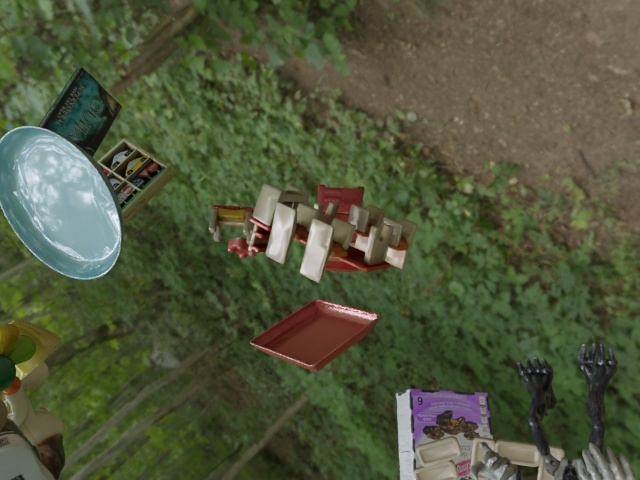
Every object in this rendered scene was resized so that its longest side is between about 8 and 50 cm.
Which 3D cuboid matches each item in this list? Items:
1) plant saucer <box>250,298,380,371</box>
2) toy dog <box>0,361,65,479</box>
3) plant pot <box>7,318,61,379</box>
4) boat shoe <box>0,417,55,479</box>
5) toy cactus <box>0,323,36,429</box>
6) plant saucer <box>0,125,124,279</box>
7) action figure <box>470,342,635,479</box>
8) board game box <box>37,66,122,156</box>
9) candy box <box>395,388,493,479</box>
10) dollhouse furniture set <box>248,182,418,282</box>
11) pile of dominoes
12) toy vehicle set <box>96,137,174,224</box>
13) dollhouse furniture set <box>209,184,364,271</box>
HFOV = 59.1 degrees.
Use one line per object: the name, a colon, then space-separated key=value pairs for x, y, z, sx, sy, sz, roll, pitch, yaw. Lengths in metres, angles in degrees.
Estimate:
plant saucer: x=-0.011 y=0.252 z=1.493 sx=0.259 sy=0.259 sz=0.047 roll=7 pitch=118 yaw=47
toy dog: x=-0.748 y=0.419 z=1.234 sx=0.408 sy=0.285 sz=0.395 roll=43 pitch=-150 yaw=-27
plant pot: x=-0.632 y=0.222 z=1.182 sx=0.095 sy=0.134 sz=0.134 roll=52 pitch=-176 yaw=-17
boat shoe: x=-0.389 y=0.295 z=0.720 sx=0.070 sy=0.078 sz=0.219 roll=44 pitch=140 yaw=34
toy cactus: x=-0.343 y=0.137 z=0.509 sx=0.219 sy=0.181 sz=0.112 roll=-16 pitch=-79 yaw=-55
plant saucer: x=-0.502 y=-0.072 z=1.099 sx=0.317 sy=0.318 sz=0.044 roll=48 pitch=-145 yaw=-2
action figure: x=0.239 y=0.241 z=0.567 sx=0.141 sy=0.164 sz=0.275 roll=46 pitch=-136 yaw=-32
board game box: x=-0.522 y=-0.266 z=1.232 sx=0.026 sy=0.186 sz=0.126 roll=-2 pitch=147 yaw=33
candy box: x=0.232 y=0.381 z=1.041 sx=0.070 sy=0.165 sz=0.196 roll=125 pitch=148 yaw=-61
dollhouse furniture set: x=0.000 y=0.000 z=0.992 sx=0.259 sy=0.135 sz=0.262 roll=25 pitch=-163 yaw=34
pile of dominoes: x=0.218 y=0.388 z=0.782 sx=0.196 sy=0.250 sz=0.040 roll=6 pitch=-177 yaw=10
toy vehicle set: x=-0.498 y=-0.113 z=1.339 sx=0.166 sy=0.266 sz=0.035 roll=30 pitch=156 yaw=20
dollhouse furniture set: x=-0.074 y=-0.038 z=1.451 sx=0.201 sy=0.375 sz=0.152 roll=85 pitch=-170 yaw=-64
